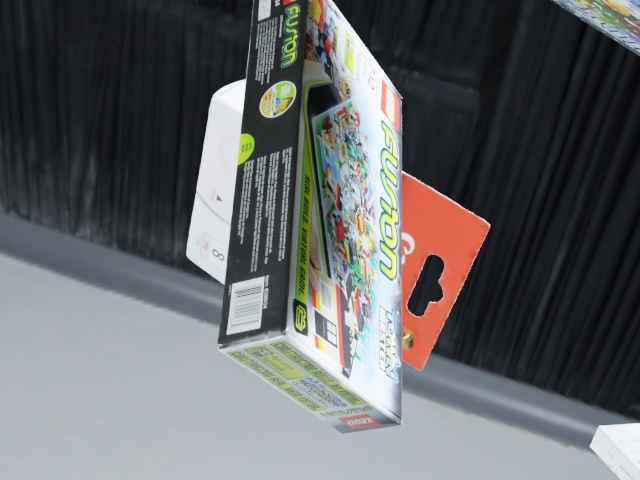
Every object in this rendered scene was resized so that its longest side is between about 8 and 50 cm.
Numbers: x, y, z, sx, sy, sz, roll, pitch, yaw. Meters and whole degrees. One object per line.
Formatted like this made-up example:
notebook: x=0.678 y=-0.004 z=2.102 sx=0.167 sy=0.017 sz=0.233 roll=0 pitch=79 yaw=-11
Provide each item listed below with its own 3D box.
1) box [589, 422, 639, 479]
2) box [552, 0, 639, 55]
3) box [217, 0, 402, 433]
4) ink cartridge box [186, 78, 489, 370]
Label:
box: x=0.450 y=0.298 z=1.215 sx=0.145 sy=0.038 sz=0.186 roll=2 pitch=28 yaw=-27
box: x=0.080 y=-0.109 z=0.302 sx=0.233 sy=0.044 sz=0.159 roll=30 pitch=9 yaw=-5
box: x=0.002 y=-0.020 z=0.494 sx=0.036 sy=0.114 sz=0.207 roll=-14 pitch=56 yaw=26
ink cartridge box: x=0.000 y=0.000 z=0.801 sx=0.232 sy=0.189 sz=0.066 roll=37 pitch=47 yaw=20
